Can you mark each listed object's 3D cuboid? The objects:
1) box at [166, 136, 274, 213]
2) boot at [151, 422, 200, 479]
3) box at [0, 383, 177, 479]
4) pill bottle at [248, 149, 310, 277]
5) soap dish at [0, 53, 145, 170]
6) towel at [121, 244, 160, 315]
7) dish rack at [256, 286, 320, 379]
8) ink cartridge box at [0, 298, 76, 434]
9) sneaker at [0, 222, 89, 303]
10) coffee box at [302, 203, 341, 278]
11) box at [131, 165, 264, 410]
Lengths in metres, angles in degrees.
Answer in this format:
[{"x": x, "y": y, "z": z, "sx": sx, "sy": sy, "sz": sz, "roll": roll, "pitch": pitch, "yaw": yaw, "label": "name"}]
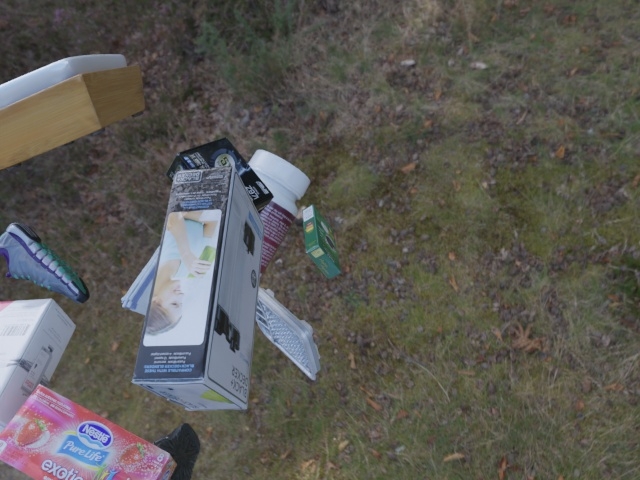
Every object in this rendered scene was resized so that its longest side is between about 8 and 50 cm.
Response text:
[{"x": -0.218, "y": -0.121, "z": 1.106, "sx": 0.180, "sy": 0.077, "sz": 0.147, "roll": 51, "pitch": 43, "yaw": 5, "label": "box"}, {"x": -0.594, "y": 0.740, "z": 1.464, "sx": 0.445, "sy": 0.367, "sz": 0.146, "roll": -30, "pitch": 85, "yaw": -1, "label": "boot"}, {"x": -0.452, "y": 0.428, "z": 0.990, "sx": 0.300, "sy": 0.154, "sz": 0.142, "roll": 25, "pitch": 58, "yaw": 6, "label": "box"}, {"x": -0.207, "y": -0.055, "z": 1.499, "sx": 0.224, "sy": 0.224, "sz": 0.392, "roll": 27, "pitch": 84, "yaw": 33, "label": "pill bottle"}, {"x": -0.447, "y": -0.230, "z": 0.882, "sx": 0.229, "sy": 0.118, "sz": 0.291, "roll": -21, "pitch": 21, "yaw": 6, "label": "soap dish"}, {"x": -0.333, "y": 0.129, "z": 1.283, "sx": 0.034, "sy": 0.285, "sz": 0.209, "roll": 23, "pitch": 78, "yaw": 46, "label": "towel"}, {"x": -0.118, "y": 0.308, "z": 1.748, "sx": 0.072, "sy": 0.285, "sz": 0.333, "roll": -35, "pitch": 49, "yaw": -23, "label": "dish rack"}, {"x": -0.707, "y": 0.275, "z": 1.103, "sx": 0.208, "sy": 0.117, "sz": 0.282, "roll": -3, "pitch": 46, "yaw": 10, "label": "ink cartridge box"}, {"x": -0.599, "y": 0.070, "z": 1.074, "sx": 0.098, "sy": 0.083, "sz": 0.223, "roll": -44, "pitch": 92, "yaw": -9, "label": "sneaker"}, {"x": 0.000, "y": 0.000, "z": 1.306, "sx": 0.041, "sy": 0.113, "sz": 0.184, "roll": -28, "pitch": 37, "yaw": 15, "label": "coffee box"}, {"x": -0.147, "y": 0.066, "z": 0.677, "sx": 0.087, "sy": 0.169, "sz": 0.289, "roll": -3, "pitch": 60, "yaw": 9, "label": "box"}]
